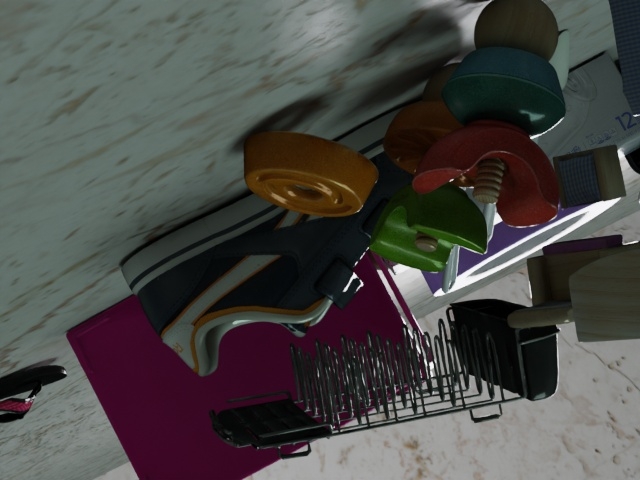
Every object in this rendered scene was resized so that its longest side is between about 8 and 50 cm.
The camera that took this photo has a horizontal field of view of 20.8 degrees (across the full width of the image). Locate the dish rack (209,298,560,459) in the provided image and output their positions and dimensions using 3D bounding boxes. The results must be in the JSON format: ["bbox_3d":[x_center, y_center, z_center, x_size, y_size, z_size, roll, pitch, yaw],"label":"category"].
[{"bbox_3d":[0.045,0.109,1.398,0.272,0.074,0.208,-10,-177,-10],"label":"dish rack"}]

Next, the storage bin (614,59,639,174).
[{"bbox_3d":[0.381,-0.153,1.781,0.180,0.122,0.084,-30,172,17],"label":"storage bin"}]

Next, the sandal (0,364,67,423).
[{"bbox_3d":[-0.325,0.166,1.731,0.179,0.040,0.067,-19,168,-47],"label":"sandal"}]

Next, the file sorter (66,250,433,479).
[{"bbox_3d":[-0.055,0.110,1.710,0.291,0.202,0.182,-29,174,8],"label":"file sorter"}]

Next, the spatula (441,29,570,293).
[{"bbox_3d":[0.159,-0.063,1.540,0.168,0.019,0.242,-47,155,-28],"label":"spatula"}]

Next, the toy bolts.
[{"bbox_3d":[0.077,-0.096,1.270,0.218,0.158,0.228,21,160,-23],"label":"toy bolts"}]

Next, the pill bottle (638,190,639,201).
[{"bbox_3d":[0.424,0.019,1.762,0.121,0.221,0.121,-27,172,-4],"label":"pill bottle"}]

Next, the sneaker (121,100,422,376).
[{"bbox_3d":[0.000,0.000,1.476,0.321,0.127,0.126,-30,171,4],"label":"sneaker"}]

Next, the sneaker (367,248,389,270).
[{"bbox_3d":[0.106,-0.035,1.890,0.188,0.066,0.071,-37,152,24],"label":"sneaker"}]

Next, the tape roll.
[{"bbox_3d":[0.247,-0.030,2.243,0.275,0.090,0.275,-28,173,-4],"label":"tape roll"}]

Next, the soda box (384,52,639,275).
[{"bbox_3d":[0.176,-0.072,1.715,0.286,0.091,0.098,-28,172,1],"label":"soda box"}]

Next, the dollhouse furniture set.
[{"bbox_3d":[0.222,-0.097,1.189,0.286,0.303,0.198,-7,-178,41],"label":"dollhouse furniture set"}]
